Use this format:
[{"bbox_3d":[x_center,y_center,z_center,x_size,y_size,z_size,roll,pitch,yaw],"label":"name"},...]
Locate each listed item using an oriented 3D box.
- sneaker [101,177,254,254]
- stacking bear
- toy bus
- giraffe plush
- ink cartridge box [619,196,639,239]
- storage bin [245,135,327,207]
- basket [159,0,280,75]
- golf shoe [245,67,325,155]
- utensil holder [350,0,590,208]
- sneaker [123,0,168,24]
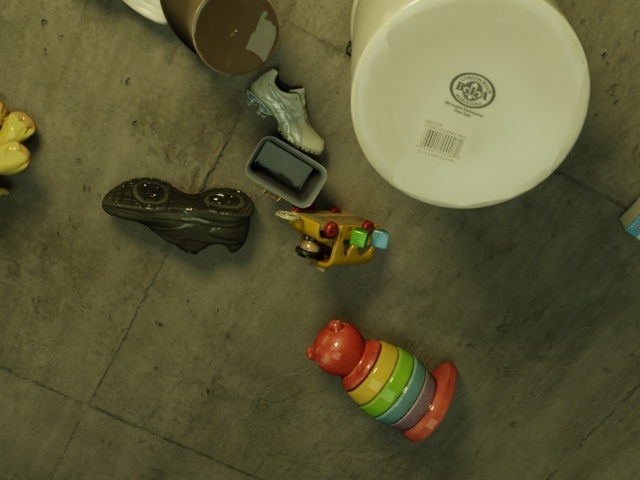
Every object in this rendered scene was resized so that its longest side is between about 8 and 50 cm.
[{"bbox_3d":[-0.271,-0.036,1.488,0.286,0.109,0.130,10,126,1],"label":"sneaker"},{"bbox_3d":[0.112,0.269,1.604,0.289,0.164,0.175,35,116,-9],"label":"stacking bear"},{"bbox_3d":[0.012,0.001,1.423,0.202,0.191,0.105,12,104,-3],"label":"toy bus"},{"bbox_3d":[-0.628,-0.138,1.435,0.181,0.210,0.170,25,147,-13],"label":"giraffe plush"},{"bbox_3d":[0.629,-0.031,1.444,0.122,0.052,0.089,31,118,-11],"label":"ink cartridge box"},{"bbox_3d":[-0.067,-0.123,1.417,0.135,0.091,0.098,30,98,-11],"label":"storage bin"},{"bbox_3d":[-0.149,-0.341,1.205,0.154,0.227,0.204,-38,119,3],"label":"basket"},{"bbox_3d":[-0.046,-0.225,1.382,0.176,0.069,0.086,40,109,-18],"label":"golf shoe"},{"bbox_3d":[0.201,-0.267,1.153,0.327,0.385,0.328,2,119,3],"label":"utensil holder"},{"bbox_3d":[-0.323,-0.442,1.281,0.212,0.080,0.094,24,111,-19],"label":"sneaker"}]
